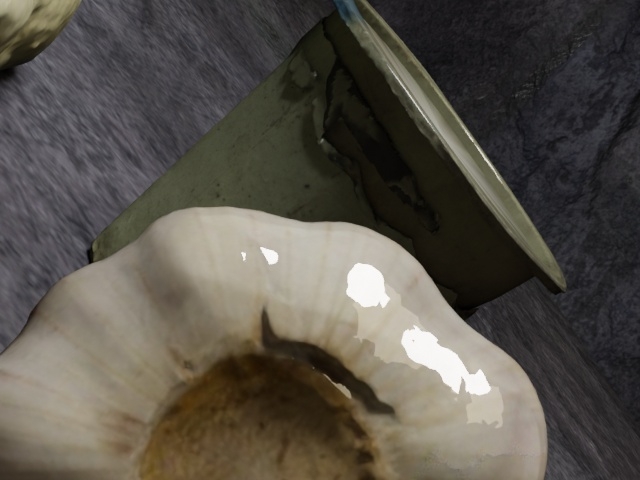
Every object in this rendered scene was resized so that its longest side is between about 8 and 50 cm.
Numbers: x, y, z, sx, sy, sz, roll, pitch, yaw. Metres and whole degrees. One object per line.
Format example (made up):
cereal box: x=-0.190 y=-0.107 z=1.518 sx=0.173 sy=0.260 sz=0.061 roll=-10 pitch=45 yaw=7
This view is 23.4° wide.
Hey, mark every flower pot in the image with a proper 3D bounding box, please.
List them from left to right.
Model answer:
flower pot: x=0.000 y=0.000 z=0.846 sx=0.212 sy=0.202 sz=0.212 roll=48 pitch=10 yaw=-11

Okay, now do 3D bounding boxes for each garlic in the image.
garlic: x=-0.026 y=0.102 z=0.561 sx=0.199 sy=0.199 sz=0.226 roll=54 pitch=-15 yaw=10

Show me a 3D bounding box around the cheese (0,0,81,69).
cheese: x=-0.208 y=-0.165 z=0.825 sx=0.159 sy=0.093 sz=0.263 roll=49 pitch=11 yaw=-7
